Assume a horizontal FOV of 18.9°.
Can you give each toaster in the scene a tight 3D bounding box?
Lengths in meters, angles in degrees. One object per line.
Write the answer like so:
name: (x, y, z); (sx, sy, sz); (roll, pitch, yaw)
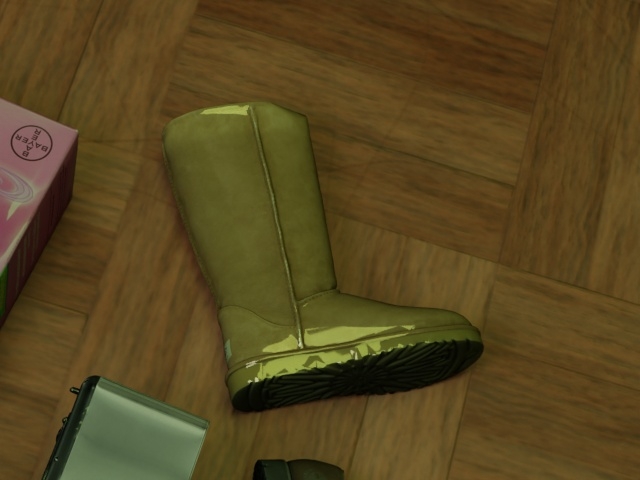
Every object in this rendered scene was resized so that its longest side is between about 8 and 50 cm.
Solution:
toaster: (-0.167, 0.205, 1.486); (0.110, 0.168, 0.186); (21, 60, -4)

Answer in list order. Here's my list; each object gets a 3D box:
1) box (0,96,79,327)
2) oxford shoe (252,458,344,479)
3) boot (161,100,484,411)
box: (-0.348, -0.013, 1.596); (0.213, 0.117, 0.243); (23, 61, 2)
oxford shoe: (0.010, 0.276, 1.528); (0.096, 0.083, 0.227); (-1, 63, -16)
boot: (0.000, 0.000, 1.672); (0.236, 0.089, 0.269); (-6, 62, -14)
